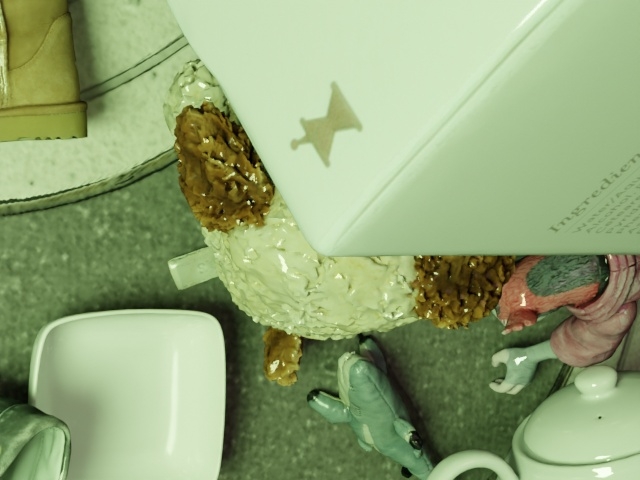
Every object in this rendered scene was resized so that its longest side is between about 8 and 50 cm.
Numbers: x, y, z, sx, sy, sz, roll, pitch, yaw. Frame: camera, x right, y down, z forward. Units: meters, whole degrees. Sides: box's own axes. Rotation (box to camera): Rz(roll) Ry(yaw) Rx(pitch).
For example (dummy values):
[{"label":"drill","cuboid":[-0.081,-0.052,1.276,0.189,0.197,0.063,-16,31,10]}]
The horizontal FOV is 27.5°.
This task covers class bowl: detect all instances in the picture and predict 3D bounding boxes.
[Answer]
[{"label":"bowl","cuboid":[-0.141,0.116,0.914,0.142,0.053,0.142,-1,94,-32]}]

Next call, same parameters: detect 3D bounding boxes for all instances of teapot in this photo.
[{"label":"teapot","cuboid":[0.235,0.190,1.042,0.256,0.252,0.187,-42,116,-55]}]

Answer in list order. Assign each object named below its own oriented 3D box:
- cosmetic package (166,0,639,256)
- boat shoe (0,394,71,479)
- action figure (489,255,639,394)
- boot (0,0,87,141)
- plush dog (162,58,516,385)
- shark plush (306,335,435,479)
[{"label":"cosmetic package","cuboid":[0.146,-0.210,0.767,0.393,0.327,0.329,0,52,-48]},{"label":"boat shoe","cuboid":[-0.244,0.245,0.779,0.121,0.119,0.335,37,62,-53]},{"label":"action figure","cuboid":[0.265,-0.003,1.035,0.370,0.275,0.248,-30,116,-40]},{"label":"boot","cuboid":[-0.254,-0.191,0.806,0.236,0.089,0.270,-9,99,-41]},{"label":"plush dog","cuboid":[0.000,0.000,0.854,0.262,0.225,0.211,19,88,-4]},{"label":"shark plush","cuboid":[0.053,0.152,1.024,0.073,0.067,0.161,-33,110,-25]}]
